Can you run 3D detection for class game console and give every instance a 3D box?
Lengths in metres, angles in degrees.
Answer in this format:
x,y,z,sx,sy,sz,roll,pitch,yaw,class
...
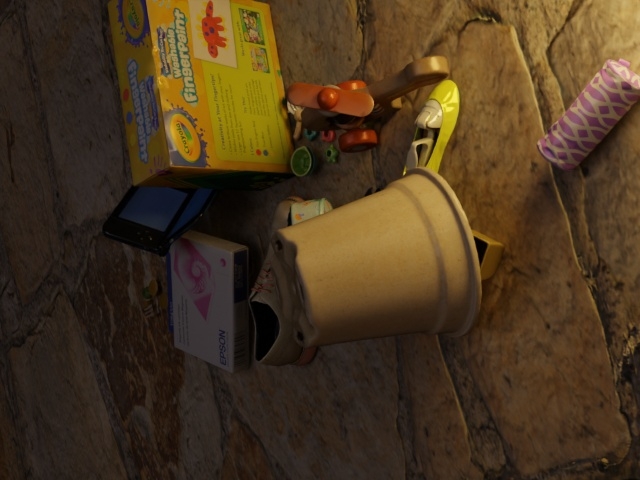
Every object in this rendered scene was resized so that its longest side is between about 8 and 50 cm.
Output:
x,y,z,sx,sy,sz,roll,pitch,yaw,class
-0.374,-0.119,2.132,0.250,0.293,0.173,18,131,3,game console

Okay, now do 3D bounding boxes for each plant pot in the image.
x,y,z,sx,sy,sz,roll,pitch,yaw,class
0.080,0.055,1.577,0.334,0.305,0.333,167,90,-74,plant pot
0.299,0.026,1.597,0.081,0.083,0.081,31,113,42,plant pot

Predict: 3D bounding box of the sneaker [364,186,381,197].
x,y,z,sx,sy,sz,roll,pitch,yaw,class
0.122,-0.021,1.803,0.089,0.051,0.170,-43,58,43,sneaker

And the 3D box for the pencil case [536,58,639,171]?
x,y,z,sx,sy,sz,roll,pitch,yaw,class
0.455,-0.212,1.436,0.206,0.086,0.088,-52,21,30,pencil case

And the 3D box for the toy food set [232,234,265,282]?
x,y,z,sx,sy,sz,roll,pitch,yaw,class
-0.212,0.066,2.158,0.192,0.038,0.132,-29,70,42,toy food set

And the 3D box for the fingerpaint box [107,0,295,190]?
x,y,z,sx,sy,sz,roll,pitch,yaw,class
-0.271,-0.348,1.979,0.163,0.371,0.444,-20,77,44,fingerpaint box

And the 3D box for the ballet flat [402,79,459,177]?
x,y,z,sx,sy,sz,roll,pitch,yaw,class
0.214,-0.206,1.687,0.077,0.077,0.231,28,110,43,ballet flat

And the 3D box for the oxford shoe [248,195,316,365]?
x,y,z,sx,sy,sz,roll,pitch,yaw,class
-0.085,0.095,1.950,0.140,0.146,0.397,-3,88,47,oxford shoe

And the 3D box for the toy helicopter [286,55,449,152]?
x,y,z,sx,sy,sz,roll,pitch,yaw,class
0.096,-0.292,1.695,0.355,0.235,0.140,-19,77,44,toy helicopter

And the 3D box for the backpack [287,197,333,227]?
x,y,z,sx,sy,sz,roll,pitch,yaw,class
0.000,0.000,1.841,0.144,0.166,0.188,-14,84,12,backpack

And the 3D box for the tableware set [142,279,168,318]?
x,y,z,sx,sy,sz,roll,pitch,yaw,class
-0.462,0.158,2.434,0.154,0.024,0.104,-29,67,44,tableware set

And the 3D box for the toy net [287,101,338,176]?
x,y,z,sx,sy,sz,roll,pitch,yaw,class
-0.034,-0.266,1.966,0.122,0.045,0.232,-30,69,42,toy net

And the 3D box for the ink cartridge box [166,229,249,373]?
x,y,z,sx,sy,sz,roll,pitch,yaw,class
-0.315,0.142,2.190,0.330,0.071,0.324,14,112,39,ink cartridge box
